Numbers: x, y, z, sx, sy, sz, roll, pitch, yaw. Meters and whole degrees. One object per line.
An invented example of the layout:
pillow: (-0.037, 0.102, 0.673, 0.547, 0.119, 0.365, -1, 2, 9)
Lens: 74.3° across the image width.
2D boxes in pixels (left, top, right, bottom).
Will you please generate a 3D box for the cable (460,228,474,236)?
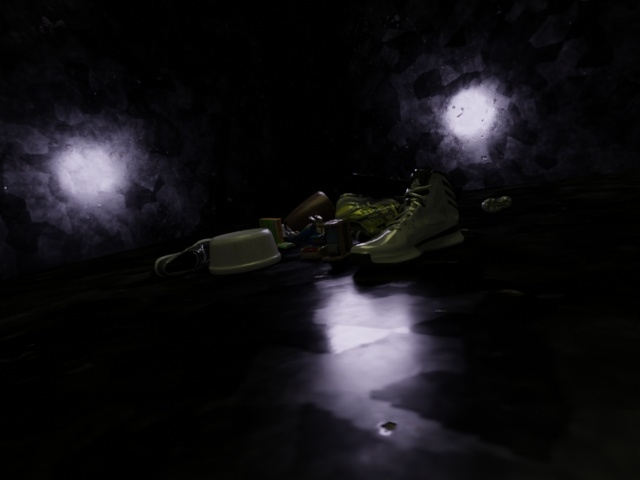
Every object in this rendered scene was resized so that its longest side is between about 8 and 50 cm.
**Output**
cable: (0.415, -0.020, 1.534, 0.287, 0.072, 0.139, 10, 1, 31)

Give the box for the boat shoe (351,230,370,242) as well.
boat shoe: (0.216, -0.053, 1.755, 0.227, 0.081, 0.068, -18, 30, -36)

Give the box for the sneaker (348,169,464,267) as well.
sneaker: (0.249, -0.076, 1.273, 0.447, 0.258, 0.169, -15, 10, -35)

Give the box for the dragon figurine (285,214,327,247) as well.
dragon figurine: (0.000, 0.000, 1.621, 0.289, 0.144, 0.085, 30, 25, 22)

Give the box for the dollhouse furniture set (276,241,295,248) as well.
dollhouse furniture set: (-0.193, 0.011, 1.891, 0.151, 0.059, 0.076, -16, 11, -41)

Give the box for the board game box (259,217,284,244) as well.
board game box: (-0.254, -0.050, 2.157, 0.039, 0.124, 0.259, -12, 8, -28)

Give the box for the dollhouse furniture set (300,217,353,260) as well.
dollhouse furniture set: (0.004, -0.001, 1.489, 0.183, 0.130, 0.129, -3, 10, 31)

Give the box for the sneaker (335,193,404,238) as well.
sneaker: (0.234, -0.073, 1.517, 0.384, 0.147, 0.145, 3, -22, 26)

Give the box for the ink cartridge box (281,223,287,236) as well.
ink cartridge box: (-0.160, -0.070, 2.397, 0.115, 0.067, 0.198, -4, 9, 34)

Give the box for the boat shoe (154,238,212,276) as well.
boat shoe: (-0.501, 0.067, 1.683, 0.301, 0.108, 0.102, -20, 13, -41)

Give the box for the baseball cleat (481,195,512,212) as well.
baseball cleat: (0.809, -0.160, 1.991, 0.205, 0.072, 0.109, -9, -7, -31)

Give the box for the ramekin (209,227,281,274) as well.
ramekin: (-0.290, 0.035, 1.587, 0.272, 0.127, 0.273, -9, 8, 1)

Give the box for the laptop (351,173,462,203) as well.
laptop: (0.327, -0.189, 1.680, 0.381, 0.237, 0.408, 9, 27, 8)

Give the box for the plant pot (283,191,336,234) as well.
plant pot: (-0.062, -0.100, 2.129, 0.230, 0.216, 0.215, -29, 14, -19)
